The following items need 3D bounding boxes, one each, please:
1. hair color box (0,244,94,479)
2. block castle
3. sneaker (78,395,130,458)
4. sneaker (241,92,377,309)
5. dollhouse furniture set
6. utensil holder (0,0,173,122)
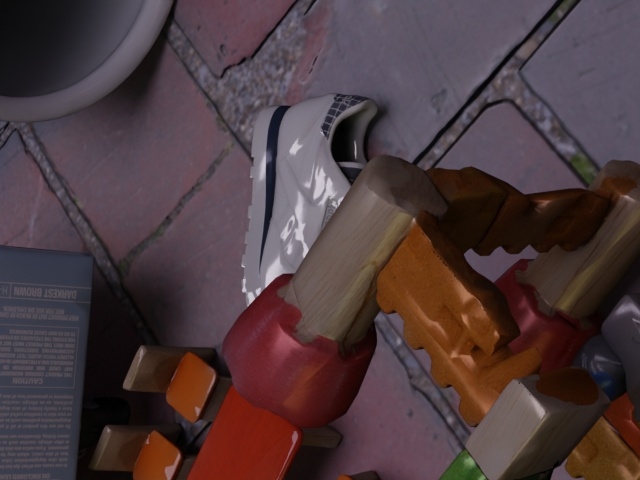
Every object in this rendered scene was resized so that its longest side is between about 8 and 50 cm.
[{"bbox_3d":[-0.294,0.190,1.167,0.185,0.113,0.374,3,87,52],"label":"hair color box"},{"bbox_3d":[0.174,0.168,0.782,0.453,0.303,0.213,54,129,31],"label":"block castle"},{"bbox_3d":[-0.245,0.209,1.268,0.228,0.086,0.132,-9,83,48],"label":"sneaker"},{"bbox_3d":[0.000,0.000,1.095,0.095,0.090,0.235,-6,81,28],"label":"sneaker"},{"bbox_3d":[-0.091,0.238,1.097,0.262,0.135,0.259,33,105,37],"label":"dollhouse furniture set"},{"bbox_3d":[-0.371,-0.295,1.279,0.385,0.327,0.328,15,93,40],"label":"utensil holder"}]
